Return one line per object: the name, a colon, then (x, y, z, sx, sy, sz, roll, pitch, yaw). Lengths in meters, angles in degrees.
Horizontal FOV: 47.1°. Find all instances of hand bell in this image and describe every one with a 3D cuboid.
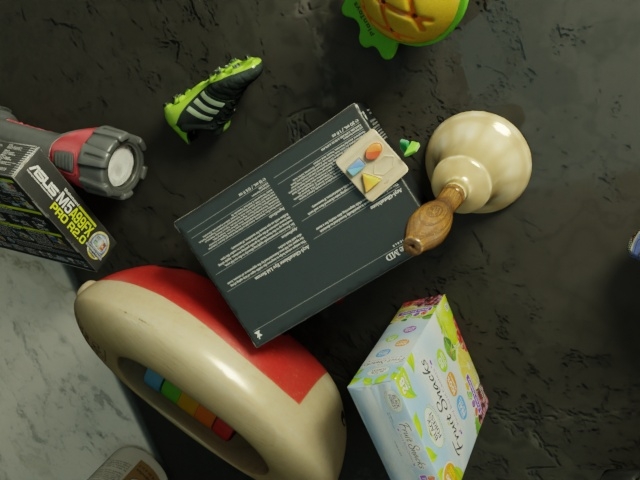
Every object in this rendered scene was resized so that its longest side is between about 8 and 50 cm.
hand bell: (0.134, -0.044, 0.765, 0.126, 0.242, 0.126, 11, 117, 22)

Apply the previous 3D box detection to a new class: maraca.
maraca: (0.085, -0.261, 0.777, 0.186, 0.099, 0.127, -16, 105, 59)

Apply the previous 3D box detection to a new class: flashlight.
flashlight: (-0.403, -0.142, 1.081, 0.304, 0.103, 0.103, 17, 154, 23)

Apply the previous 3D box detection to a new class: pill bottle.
pill bottle: (-0.381, 0.483, 1.287, 0.131, 0.229, 0.131, 11, 119, 21)

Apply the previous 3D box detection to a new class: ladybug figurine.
ladybug figurine: (-0.144, 0.178, 1.032, 0.449, 0.162, 0.305, 36, 152, 3)

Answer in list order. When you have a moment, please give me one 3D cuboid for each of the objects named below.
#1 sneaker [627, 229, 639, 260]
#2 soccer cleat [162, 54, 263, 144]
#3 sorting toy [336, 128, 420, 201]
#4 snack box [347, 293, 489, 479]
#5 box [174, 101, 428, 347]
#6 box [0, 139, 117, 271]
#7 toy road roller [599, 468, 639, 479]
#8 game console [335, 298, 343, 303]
sneaker: (0.408, 0.065, 0.792, 0.087, 0.083, 0.221, -22, 98, 47)
soccer cleat: (-0.129, -0.180, 0.948, 0.179, 0.060, 0.072, -20, 113, 39)
sorting toy: (0.066, -0.090, 0.801, 0.083, 0.012, 0.062, -41, 93, 15)
snack box: (0.129, 0.191, 0.903, 0.070, 0.207, 0.174, -16, 106, 32)
box: (-0.011, -0.019, 0.887, 0.261, 0.103, 0.184, -31, 93, 15)
box: (-0.465, -0.060, 1.096, 0.270, 0.060, 0.216, 10, 146, 30)
toy road roller: (0.434, 0.432, 0.836, 0.203, 0.240, 0.329, -13, 108, 40)
game console: (0.000, 0.000, 0.993, 0.144, 0.085, 0.124, 36, 93, 6)
